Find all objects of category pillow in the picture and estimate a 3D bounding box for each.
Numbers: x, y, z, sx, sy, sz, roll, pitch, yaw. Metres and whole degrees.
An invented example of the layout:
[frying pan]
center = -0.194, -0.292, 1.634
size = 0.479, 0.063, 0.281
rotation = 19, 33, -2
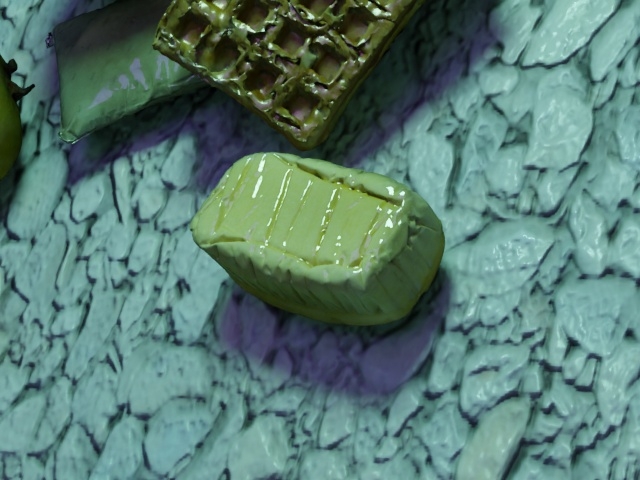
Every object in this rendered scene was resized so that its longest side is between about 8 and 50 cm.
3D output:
[pillow]
center = -0.159, -0.215, 1.883
size = 0.302, 0.075, 0.185
rotation = -19, 49, 11

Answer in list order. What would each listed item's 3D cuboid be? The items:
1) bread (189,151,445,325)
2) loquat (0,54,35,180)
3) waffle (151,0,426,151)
[bread]
center = 0.000, 0.000, 1.634
size = 0.236, 0.106, 0.140
rotation = 16, 69, 35
[loquat]
center = -0.415, -0.145, 1.891
size = 0.213, 0.213, 0.213
rotation = -14, 54, 19
[waffle]
center = -0.002, -0.263, 1.732
size = 0.213, 0.091, 0.308
rotation = 36, 96, 9
